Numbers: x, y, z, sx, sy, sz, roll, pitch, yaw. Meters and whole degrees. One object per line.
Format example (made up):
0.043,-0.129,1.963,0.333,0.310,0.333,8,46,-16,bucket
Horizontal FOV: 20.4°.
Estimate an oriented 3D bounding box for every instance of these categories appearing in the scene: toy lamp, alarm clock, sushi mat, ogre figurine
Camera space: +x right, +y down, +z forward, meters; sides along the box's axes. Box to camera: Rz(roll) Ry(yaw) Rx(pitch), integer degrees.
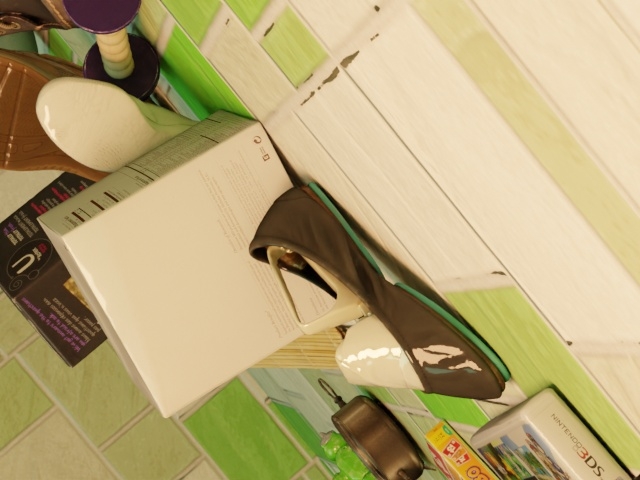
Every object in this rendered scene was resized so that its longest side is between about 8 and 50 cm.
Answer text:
-0.193,-0.184,1.677,0.080,0.080,0.275,49,171,6,toy lamp
0.062,0.240,2.232,0.192,0.064,0.129,45,171,19,alarm clock
-0.085,0.098,2.112,0.316,0.019,0.151,-4,128,49,sushi mat
0.067,0.321,2.484,0.118,0.097,0.197,32,-155,-52,ogre figurine

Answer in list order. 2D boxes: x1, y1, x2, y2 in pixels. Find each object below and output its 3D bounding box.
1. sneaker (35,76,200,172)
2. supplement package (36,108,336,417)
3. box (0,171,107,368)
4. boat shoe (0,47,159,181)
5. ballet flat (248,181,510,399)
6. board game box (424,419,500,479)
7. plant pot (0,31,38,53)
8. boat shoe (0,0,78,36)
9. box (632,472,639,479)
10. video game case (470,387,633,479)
-0.185,-0.107,1.709,0.212,0.080,0.094,19,-170,-31,sneaker
-0.116,0.017,1.622,0.194,0.203,0.149,62,168,-16,supplement package
-0.278,0.001,2.253,0.165,0.270,0.143,40,167,52,box
-0.304,-0.142,1.915,0.341,0.122,0.110,20,-159,-33,boat shoe
0.037,0.063,1.475,0.280,0.096,0.095,43,169,37,ballet flat
0.181,0.290,1.944,0.124,0.039,0.259,47,174,27,board game box
-0.519,-0.275,2.426,0.293,0.293,0.196,47,145,19,plant pot
-0.317,-0.256,1.819,0.132,0.130,0.355,54,171,-23,boat shoe
0.306,0.317,1.123,0.293,0.073,0.295,38,160,37,box
0.246,0.254,1.429,0.300,0.036,0.329,49,172,6,video game case
